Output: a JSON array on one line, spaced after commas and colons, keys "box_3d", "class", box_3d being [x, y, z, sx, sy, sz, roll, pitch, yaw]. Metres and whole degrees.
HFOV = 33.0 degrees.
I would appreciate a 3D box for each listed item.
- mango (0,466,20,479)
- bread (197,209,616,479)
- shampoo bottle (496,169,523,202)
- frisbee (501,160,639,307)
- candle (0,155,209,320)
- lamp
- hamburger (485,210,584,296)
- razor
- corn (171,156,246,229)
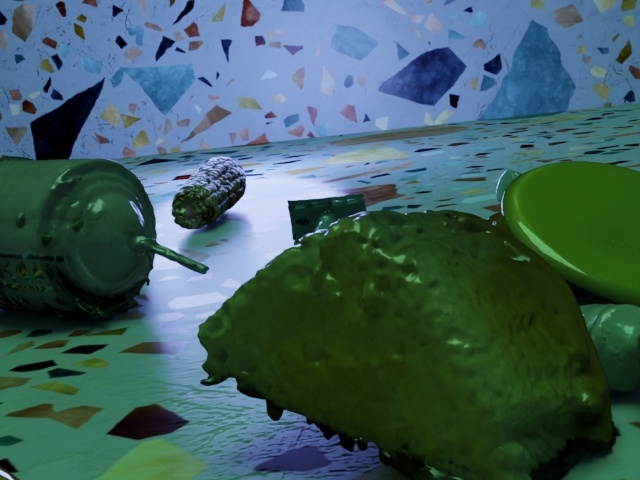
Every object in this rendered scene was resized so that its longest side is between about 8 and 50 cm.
[{"box_3d": [-0.233, 0.156, 0.493, 0.252, 0.126, 0.154, -5, 22, 6], "class": "mango"}, {"box_3d": [0.070, 0.061, 0.719, 0.262, 0.163, 0.204, 18, 12, 34], "class": "bread"}, {"box_3d": [0.276, -0.028, 1.142, 0.190, 0.041, 0.069, 18, -1, -14], "class": "shampoo bottle"}, {"box_3d": [0.287, -0.011, 1.022, 0.235, 0.017, 0.236, 8, 36, -6], "class": "frisbee"}, {"box_3d": [-0.278, -0.003, 1.218, 0.330, 0.187, 0.187, 2, 14, 36], "class": "candle"}, {"box_3d": [0.244, 0.073, 0.712, 0.106, 0.106, 0.193, -12, 2, -25], "class": "lamp"}, {"box_3d": [0.214, 0.010, 1.067, 0.176, 0.087, 0.102, 4, 13, 35], "class": "hamburger"}, {"box_3d": [0.000, 0.000, 1.357, 0.106, 0.068, 0.232, -6, 15, 8], "class": "razor"}, {"box_3d": [-0.188, -0.081, 1.805, 0.092, 0.092, 0.280, -5, 12, 9], "class": "corn"}]
